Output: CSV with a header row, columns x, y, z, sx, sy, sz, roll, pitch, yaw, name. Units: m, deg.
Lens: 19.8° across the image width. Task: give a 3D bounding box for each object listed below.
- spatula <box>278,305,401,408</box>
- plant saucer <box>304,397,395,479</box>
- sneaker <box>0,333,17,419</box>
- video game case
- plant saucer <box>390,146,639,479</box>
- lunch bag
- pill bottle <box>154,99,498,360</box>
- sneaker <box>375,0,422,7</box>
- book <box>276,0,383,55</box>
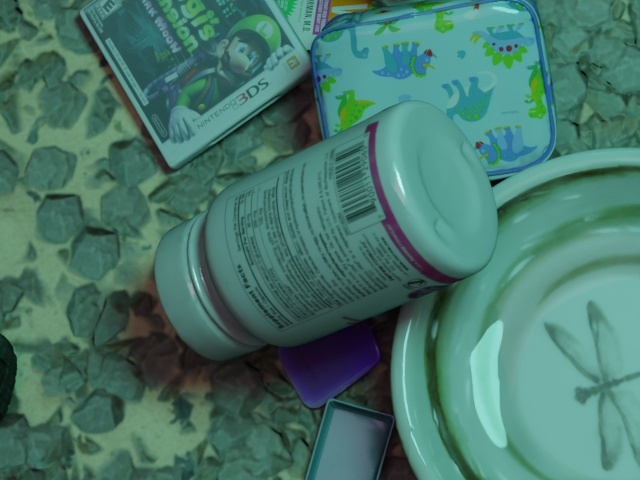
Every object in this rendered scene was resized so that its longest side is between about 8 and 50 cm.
x,y,z,sx,sy,sz,roll,pitch,yaw,name
0.093,0.047,1.707,0.296,0.030,0.084,-32,76,2,spatula
0.013,0.246,1.689,0.067,0.018,0.192,15,81,11,plant saucer
-0.480,0.184,1.724,0.410,0.158,0.182,-34,59,-4,sneaker
-0.120,-0.193,1.774,0.173,0.022,0.190,-34,76,12,video game case
0.265,0.119,1.617,0.400,0.100,0.401,-4,72,13,plant saucer
0.104,-0.132,1.690,0.219,0.090,0.176,-10,102,8,lunch bag
0.000,0.000,1.620,0.283,0.160,0.160,-24,75,32,pill bottle
0.021,-0.380,1.732,0.122,0.146,0.330,-32,67,2,sneaker
0.026,-0.222,1.770,0.144,0.035,0.096,5,79,12,book
